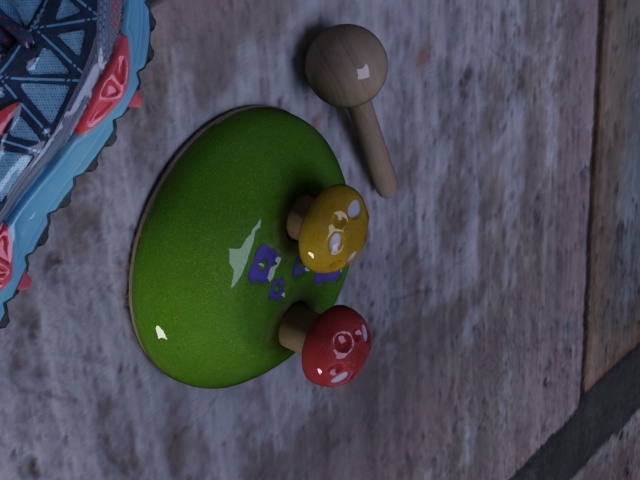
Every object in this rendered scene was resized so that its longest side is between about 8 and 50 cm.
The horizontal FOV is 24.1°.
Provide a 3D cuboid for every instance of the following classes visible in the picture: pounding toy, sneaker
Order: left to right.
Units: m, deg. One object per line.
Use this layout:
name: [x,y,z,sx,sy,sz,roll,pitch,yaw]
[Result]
sneaker: [-0.168,-0.054,0.672,0.125,0.104,0.262,29,83,-54]
pounding toy: [0.000,0.000,0.927,0.237,0.110,0.183,-50,142,-25]
